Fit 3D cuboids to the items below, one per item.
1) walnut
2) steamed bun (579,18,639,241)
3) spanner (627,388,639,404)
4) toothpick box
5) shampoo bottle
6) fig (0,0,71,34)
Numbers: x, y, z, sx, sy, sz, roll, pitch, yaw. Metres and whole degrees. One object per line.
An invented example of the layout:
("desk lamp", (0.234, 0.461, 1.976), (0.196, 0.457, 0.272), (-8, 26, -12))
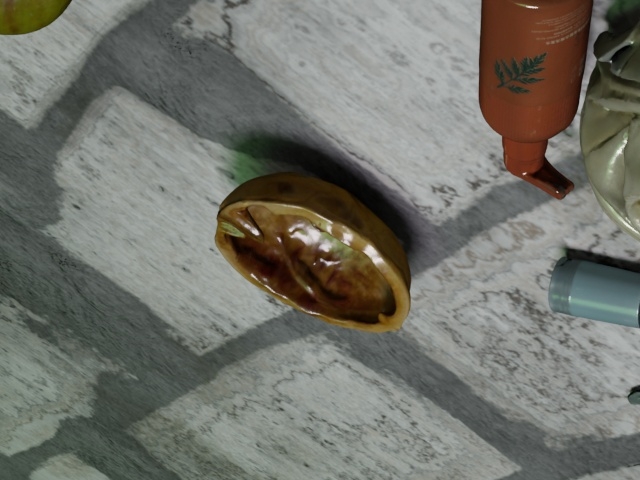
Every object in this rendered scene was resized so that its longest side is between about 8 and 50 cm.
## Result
("walnut", (0.002, -0.001, 1.578), (0.211, 0.087, 0.167), (34, 144, -15))
("steamed bun", (0.279, -0.064, 1.183), (0.211, 0.144, 0.218), (39, 149, -17))
("spanner", (0.435, 0.180, 1.570), (0.302, 0.017, 0.071), (8, 145, 34))
("toothpick box", (0.251, 0.047, 1.478), (0.083, 0.052, 0.052), (11, 147, 25))
("shampoo bottle", (0.160, -0.128, 1.247), (0.085, 0.085, 0.244), (18, 149, 18))
("fig", (-0.255, -0.255, 1.344), (0.142, 0.148, 0.186), (23, 152, -7))
